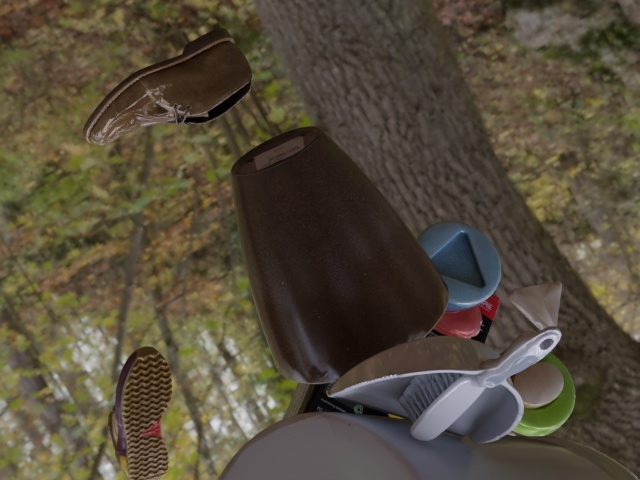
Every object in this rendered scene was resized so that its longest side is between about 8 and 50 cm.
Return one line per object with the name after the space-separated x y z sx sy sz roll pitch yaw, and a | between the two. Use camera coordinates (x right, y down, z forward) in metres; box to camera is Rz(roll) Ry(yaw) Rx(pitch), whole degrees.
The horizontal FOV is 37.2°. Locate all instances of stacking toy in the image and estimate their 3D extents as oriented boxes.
0.242 0.123 1.320 0.130 0.280 0.308 118 -20 -59 | stacking toy

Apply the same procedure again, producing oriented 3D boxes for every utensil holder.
0.115 0.334 0.891 0.328 0.327 0.385 -25 150 36 | utensil holder

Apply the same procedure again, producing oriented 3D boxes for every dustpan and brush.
0.111 0.106 0.722 0.211 0.147 0.060 -54 -156 41 | dustpan and brush

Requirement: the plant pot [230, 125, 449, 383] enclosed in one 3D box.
0.000 0.000 1.044 0.215 0.230 0.215 -22 -158 9 | plant pot

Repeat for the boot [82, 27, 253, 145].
-0.251 -0.232 1.591 0.305 0.115 0.112 -34 171 -11 | boot

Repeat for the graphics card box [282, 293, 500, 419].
0.105 0.196 1.419 0.094 0.233 0.371 -35 -152 59 | graphics card box

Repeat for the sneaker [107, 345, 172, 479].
-0.225 0.202 1.141 0.070 0.185 0.084 -9 -154 -36 | sneaker
